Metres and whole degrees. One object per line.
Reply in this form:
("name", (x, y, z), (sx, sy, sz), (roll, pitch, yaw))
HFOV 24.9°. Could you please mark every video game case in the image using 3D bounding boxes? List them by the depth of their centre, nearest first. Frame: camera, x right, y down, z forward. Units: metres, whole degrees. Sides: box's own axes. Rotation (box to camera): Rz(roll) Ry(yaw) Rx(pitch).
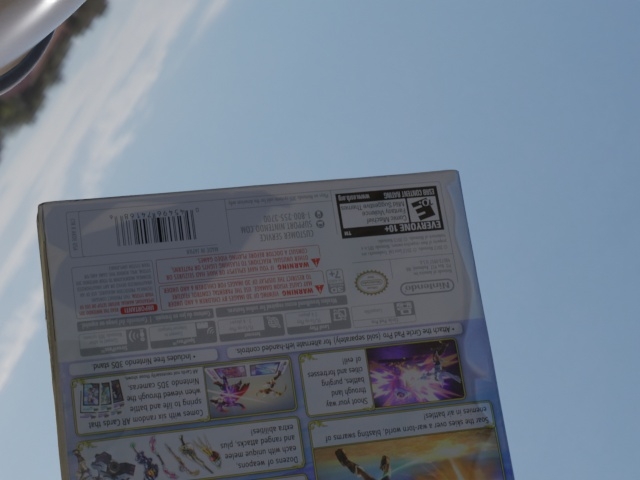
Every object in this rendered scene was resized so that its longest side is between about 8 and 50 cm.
("video game case", (-0.028, 0.089, 0.892), (0.061, 0.269, 0.244), (120, -36, -69))

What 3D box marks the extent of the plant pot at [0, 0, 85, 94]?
("plant pot", (-0.279, -0.242, 1.147), (0.229, 0.263, 0.263), (-9, -132, 47))
